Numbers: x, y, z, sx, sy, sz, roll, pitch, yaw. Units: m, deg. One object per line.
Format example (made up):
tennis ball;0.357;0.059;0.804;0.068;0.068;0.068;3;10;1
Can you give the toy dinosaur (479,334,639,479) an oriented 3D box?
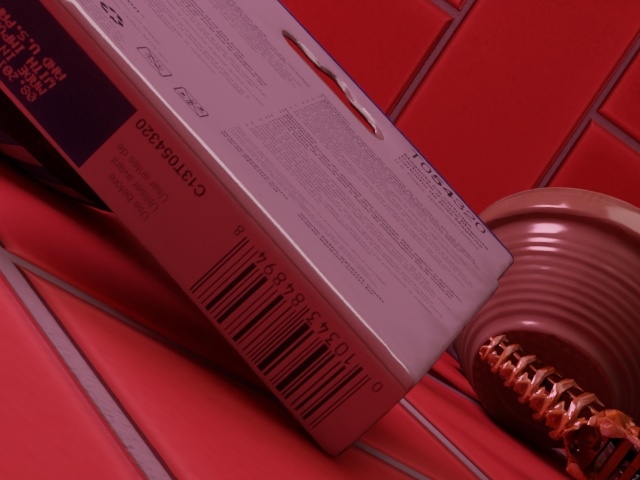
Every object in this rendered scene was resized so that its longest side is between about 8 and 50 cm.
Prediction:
toy dinosaur;0.261;0.163;1.285;0.322;0.164;0.218;55;20;-4

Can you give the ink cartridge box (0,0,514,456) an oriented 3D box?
ink cartridge box;-0.042;-0.056;1.050;0.324;0.071;0.330;47;16;3

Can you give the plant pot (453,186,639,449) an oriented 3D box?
plant pot;0.193;0.086;1.466;0.237;0.237;0.110;34;45;2

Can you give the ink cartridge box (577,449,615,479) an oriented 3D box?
ink cartridge box;0.315;0.205;1.574;0.139;0.082;0.190;31;6;-37

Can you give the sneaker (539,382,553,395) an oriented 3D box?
sneaker;0.293;0.144;1.878;0.319;0.112;0.131;31;2;-17

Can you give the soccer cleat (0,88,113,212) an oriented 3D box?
soccer cleat;-0.222;-0.125;1.133;0.331;0.116;0.143;38;-6;-20

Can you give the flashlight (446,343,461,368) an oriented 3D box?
flashlight;0.121;0.054;1.770;0.103;0.103;0.304;37;7;-24
